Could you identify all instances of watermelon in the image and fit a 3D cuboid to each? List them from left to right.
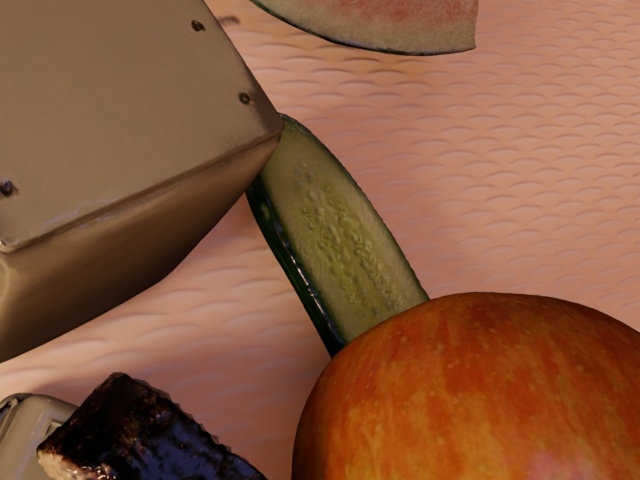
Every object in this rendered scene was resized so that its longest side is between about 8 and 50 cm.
[{"bbox_3d":[0.073,-0.342,0.745,0.250,0.292,0.283,34,50,-48],"label":"watermelon"}]

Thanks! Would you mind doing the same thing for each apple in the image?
[{"bbox_3d":[0.125,0.156,0.520,0.250,0.277,0.309,62,20,15],"label":"apple"}]

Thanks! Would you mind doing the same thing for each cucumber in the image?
[{"bbox_3d":[0.000,0.000,0.651,0.115,0.063,0.244,-20,79,-41],"label":"cucumber"}]

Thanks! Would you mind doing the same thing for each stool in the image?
[{"bbox_3d":[-0.196,-0.088,0.475,0.170,0.243,0.270,-29,85,-35],"label":"stool"}]

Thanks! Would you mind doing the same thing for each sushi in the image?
[{"bbox_3d":[-0.080,0.143,0.417,0.150,0.090,0.078,44,58,-6],"label":"sushi"}]

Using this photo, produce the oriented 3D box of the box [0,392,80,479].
[{"bbox_3d":[-0.143,0.171,0.480,0.172,0.093,0.124,26,58,-17],"label":"box"}]
